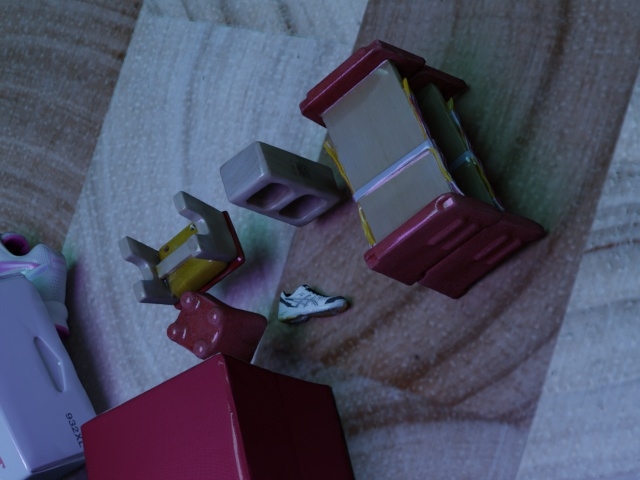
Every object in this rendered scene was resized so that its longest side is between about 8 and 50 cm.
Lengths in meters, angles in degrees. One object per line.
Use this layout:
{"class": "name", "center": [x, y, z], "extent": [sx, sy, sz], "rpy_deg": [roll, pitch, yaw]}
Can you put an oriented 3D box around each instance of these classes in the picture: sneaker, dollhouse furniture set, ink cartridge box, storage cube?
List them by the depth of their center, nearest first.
{"class": "storage cube", "center": [-0.094, 0.244, 1.401], "extent": [0.215, 0.183, 0.193], "rpy_deg": [-28, 61, 27]}
{"class": "dollhouse furniture set", "center": [0.000, 0.000, 1.431], "extent": [0.374, 0.152, 0.201], "rpy_deg": [-37, 58, 26]}
{"class": "sneaker", "center": [-0.010, 0.061, 1.491], "extent": [0.083, 0.032, 0.037], "rpy_deg": [-12, 70, 33]}
{"class": "ink cartridge box", "center": [-0.417, 0.206, 1.626], "extent": [0.307, 0.129, 0.223], "rpy_deg": [-33, 79, 31]}
{"class": "sneaker", "center": [-0.389, 0.044, 1.738], "extent": [0.252, 0.103, 0.111], "rpy_deg": [8, 80, 29]}
